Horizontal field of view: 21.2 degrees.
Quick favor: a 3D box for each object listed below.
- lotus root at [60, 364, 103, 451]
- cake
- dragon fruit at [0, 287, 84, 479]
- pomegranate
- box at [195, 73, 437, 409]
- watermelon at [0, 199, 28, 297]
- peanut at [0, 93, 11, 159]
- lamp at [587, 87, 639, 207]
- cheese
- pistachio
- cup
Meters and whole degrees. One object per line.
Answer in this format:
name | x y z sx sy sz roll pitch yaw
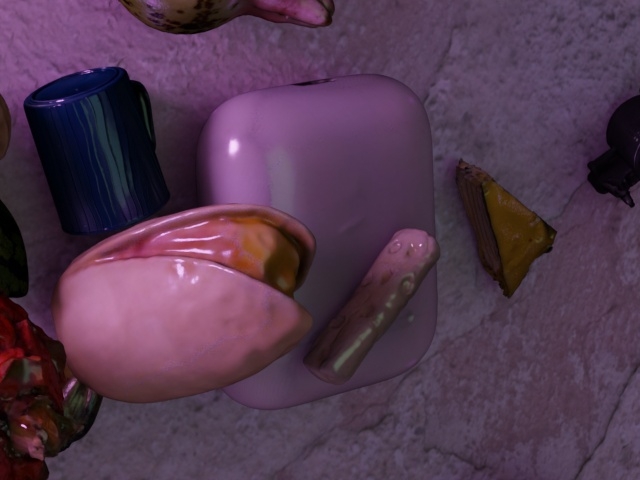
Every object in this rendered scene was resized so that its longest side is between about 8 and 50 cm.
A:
lotus root | -0.255 0.171 1.766 0.054 0.049 0.099 22 87 -18
cake | 0.201 -0.013 2.073 0.185 0.079 0.116 28 95 -48
dragon fruit | -0.373 0.161 1.467 0.277 0.342 0.277 -8 90 -78
pomegranate | -0.089 -0.285 1.671 0.248 0.214 0.214 31 79 0
box | -0.001 0.000 1.865 0.288 0.141 0.349 -13 107 -36
watermelon | -0.337 0.013 1.650 0.094 0.135 0.125 -12 115 3
peanut | -0.426 -0.085 1.527 0.325 0.140 0.153 -16 93 -36
lamp | 0.427 -0.103 2.143 0.172 0.227 0.147 -42 120 6
cheese | 0.055 0.068 1.791 0.043 0.065 0.194 47 72 -27
pistachio | -0.139 0.056 1.684 0.187 0.299 0.187 28 51 -43
cup | -0.223 -0.097 1.710 0.113 0.150 0.138 -15 111 2
